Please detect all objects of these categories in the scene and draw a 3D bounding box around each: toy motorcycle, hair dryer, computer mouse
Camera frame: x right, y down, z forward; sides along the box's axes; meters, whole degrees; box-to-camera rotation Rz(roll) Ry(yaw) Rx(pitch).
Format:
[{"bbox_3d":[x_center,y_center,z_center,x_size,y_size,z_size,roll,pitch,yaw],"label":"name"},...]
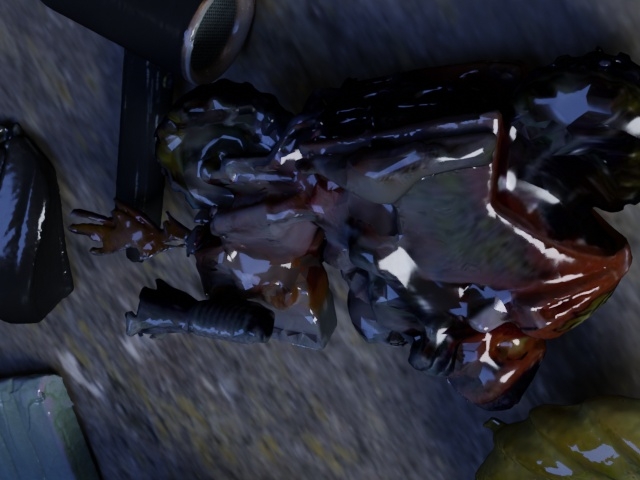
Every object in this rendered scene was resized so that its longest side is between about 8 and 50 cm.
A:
[{"bbox_3d":[0.000,0.000,0.715,0.400,0.134,0.207,-1,121,22],"label":"toy motorcycle"},{"bbox_3d":[-0.127,-0.084,0.814,0.128,0.070,0.255,30,134,16],"label":"hair dryer"},{"bbox_3d":[-0.238,-0.005,0.934,0.099,0.057,0.172,22,124,24],"label":"computer mouse"}]

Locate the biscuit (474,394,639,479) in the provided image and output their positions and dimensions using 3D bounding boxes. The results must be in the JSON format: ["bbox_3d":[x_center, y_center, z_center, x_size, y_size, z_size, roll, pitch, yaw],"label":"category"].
[{"bbox_3d":[0.178,0.193,0.739,0.187,0.036,0.273,-11,127,41],"label":"biscuit"}]

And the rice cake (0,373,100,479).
[{"bbox_3d":[-0.259,0.205,1.088,0.189,0.037,0.198,-9,111,37],"label":"rice cake"}]
